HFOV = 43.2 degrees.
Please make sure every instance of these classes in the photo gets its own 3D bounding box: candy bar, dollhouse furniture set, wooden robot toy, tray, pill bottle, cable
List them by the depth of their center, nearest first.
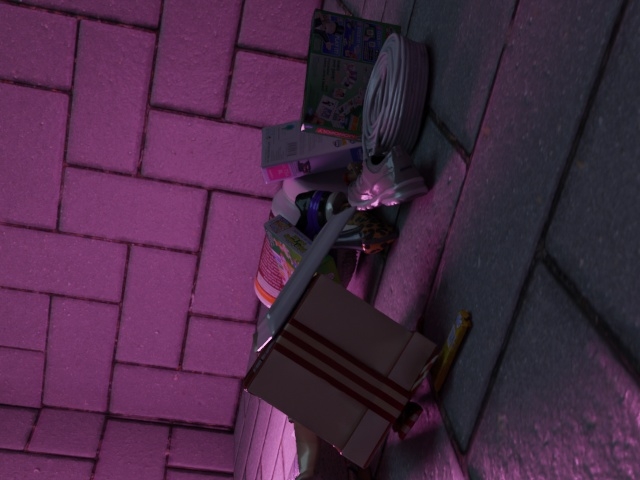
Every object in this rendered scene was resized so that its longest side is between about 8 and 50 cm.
[{"bbox_3d":[0.196,0.172,1.231,0.040,0.018,0.161,-89,12,-55],"label":"candy bar"},{"bbox_3d":[-0.032,0.059,1.370,0.270,0.030,0.145,-57,3,-23],"label":"tray"},{"bbox_3d":[0.036,0.344,1.497,0.303,0.174,0.355,47,-157,-43],"label":"dollhouse furniture set"},{"bbox_3d":[0.157,-0.298,1.697,0.257,0.089,0.257,-92,15,-51],"label":"cable"},{"bbox_3d":[0.096,-0.112,1.780,0.173,0.076,0.079,48,-149,-68],"label":"wooden robot toy"},{"bbox_3d":[-0.033,-0.011,2.124,0.224,0.224,0.392,-95,16,-54],"label":"pill bottle"}]

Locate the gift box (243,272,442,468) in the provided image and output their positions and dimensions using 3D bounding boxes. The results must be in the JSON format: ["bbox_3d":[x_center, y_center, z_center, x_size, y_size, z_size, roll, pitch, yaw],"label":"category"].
[{"bbox_3d":[0.048,0.201,1.337,0.276,0.258,0.255,-56,2,-4],"label":"gift box"}]

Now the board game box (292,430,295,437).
[{"bbox_3d":[-0.003,0.442,1.919,0.126,0.026,0.186,44,134,34],"label":"board game box"}]

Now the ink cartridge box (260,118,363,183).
[{"bbox_3d":[0.009,-0.242,1.994,0.186,0.311,0.065,-93,-14,-51],"label":"ink cartridge box"}]

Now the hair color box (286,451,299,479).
[{"bbox_3d":[-0.013,0.570,1.815,0.185,0.110,0.339,-91,12,-52],"label":"hair color box"}]

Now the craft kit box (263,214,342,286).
[{"bbox_3d":[-0.025,0.094,1.890,0.246,0.061,0.250,34,150,48],"label":"craft kit box"}]

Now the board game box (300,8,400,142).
[{"bbox_3d":[0.073,-0.381,1.883,0.046,0.213,0.317,120,157,-64],"label":"board game box"}]

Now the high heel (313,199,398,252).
[{"bbox_3d":[0.122,-0.037,1.786,0.261,0.186,0.093,-41,-58,-54],"label":"high heel"}]

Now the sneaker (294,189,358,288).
[{"bbox_3d":[0.000,-0.001,1.945,0.102,0.146,0.293,-54,-35,-47],"label":"sneaker"}]

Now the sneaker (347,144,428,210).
[{"bbox_3d":[0.127,-0.129,1.598,0.281,0.105,0.115,-6,101,69],"label":"sneaker"}]
